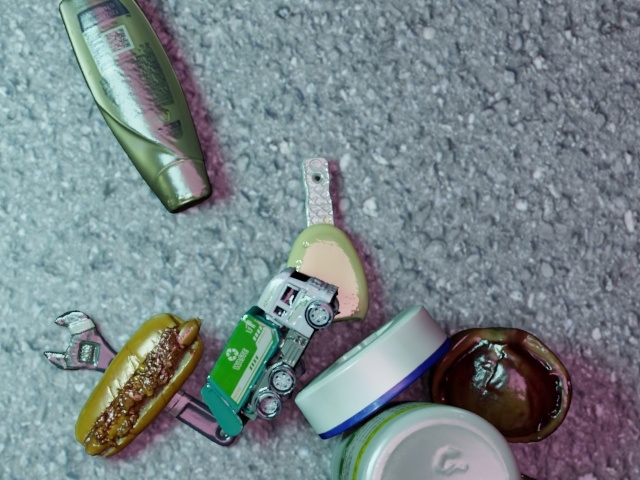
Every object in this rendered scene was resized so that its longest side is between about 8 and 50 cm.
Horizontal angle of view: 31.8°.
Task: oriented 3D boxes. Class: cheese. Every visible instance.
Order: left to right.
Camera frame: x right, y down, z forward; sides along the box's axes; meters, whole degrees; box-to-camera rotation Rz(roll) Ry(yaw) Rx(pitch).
[{"bbox_3d":[0.000,0.000,1.690,0.127,0.050,0.256,-6,83,-8],"label":"cheese"}]

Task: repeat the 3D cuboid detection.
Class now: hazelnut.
[{"bbox_3d":[0.258,0.212,1.650,0.201,0.160,0.170,1,85,-14],"label":"hazelnut"}]

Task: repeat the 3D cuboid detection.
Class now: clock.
[{"bbox_3d":[0.073,0.183,1.588,0.230,0.230,0.083,-34,87,-11],"label":"clock"}]

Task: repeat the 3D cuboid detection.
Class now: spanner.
[{"bbox_3d":[-0.261,0.212,1.642,0.315,0.024,0.087,33,82,-5],"label":"spanner"}]

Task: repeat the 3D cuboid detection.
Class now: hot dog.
[{"bbox_3d":[-0.256,0.201,1.594,0.102,0.076,0.249,40,88,-1],"label":"hot dog"}]

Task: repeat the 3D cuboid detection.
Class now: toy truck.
[{"bbox_3d":[-0.071,0.160,1.609,0.124,0.114,0.253,28,98,3],"label":"toy truck"}]

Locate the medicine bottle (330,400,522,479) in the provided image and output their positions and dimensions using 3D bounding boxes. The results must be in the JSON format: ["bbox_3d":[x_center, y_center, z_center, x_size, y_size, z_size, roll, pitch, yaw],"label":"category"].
[{"bbox_3d":[0.125,0.322,1.524,0.208,0.339,0.208,1,84,-9],"label":"medicine bottle"}]

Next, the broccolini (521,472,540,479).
[{"bbox_3d":[0.332,0.379,1.693,0.201,0.058,0.074,12,89,-6],"label":"broccolini"}]

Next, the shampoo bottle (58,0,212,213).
[{"bbox_3d":[-0.264,-0.209,1.655,0.125,0.084,0.350,-27,89,-8],"label":"shampoo bottle"}]
